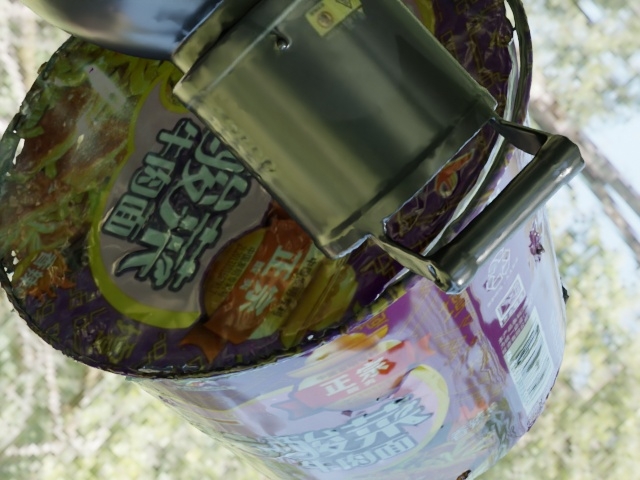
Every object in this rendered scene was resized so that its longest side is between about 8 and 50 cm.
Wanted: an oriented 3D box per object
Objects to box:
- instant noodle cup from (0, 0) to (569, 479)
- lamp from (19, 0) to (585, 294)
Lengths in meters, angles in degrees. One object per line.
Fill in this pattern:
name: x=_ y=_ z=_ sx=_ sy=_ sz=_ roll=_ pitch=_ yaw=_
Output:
instant noodle cup: x=0.000 y=0.000 z=0.941 sx=0.339 sy=0.266 sz=0.340 roll=-12 pitch=-127 yaw=17
lamp: x=-0.017 y=-0.082 z=0.638 sx=0.147 sy=0.227 sz=0.172 roll=-44 pitch=-173 yaw=-13
